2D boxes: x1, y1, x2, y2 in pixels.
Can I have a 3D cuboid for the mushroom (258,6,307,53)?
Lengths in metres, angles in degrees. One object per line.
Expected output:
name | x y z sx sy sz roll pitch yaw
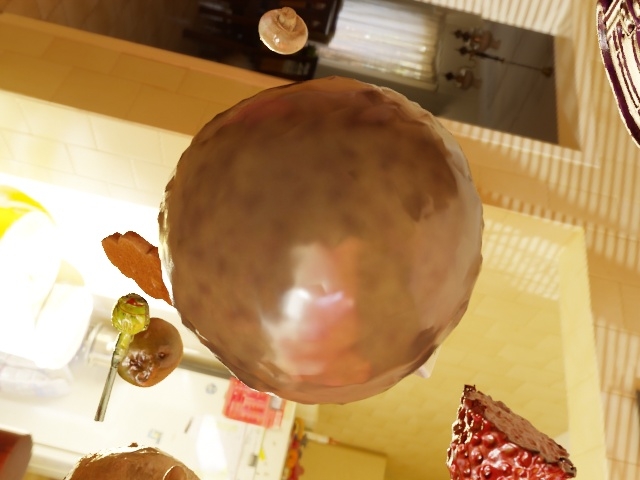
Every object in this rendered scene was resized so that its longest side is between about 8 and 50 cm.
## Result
mushroom | -0.061 -0.350 0.984 0.067 0.083 0.083 126 -18 -55

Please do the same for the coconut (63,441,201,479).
coconut | -0.446 0.664 1.396 0.404 0.405 0.404 -167 -90 -90

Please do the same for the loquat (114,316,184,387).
loquat | -0.521 0.331 1.805 0.246 0.213 0.213 -88 -169 -76

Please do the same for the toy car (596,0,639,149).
toy car | 0.399 -0.208 0.513 0.341 0.240 0.271 21 53 -78

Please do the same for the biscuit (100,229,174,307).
biscuit | -0.393 0.067 1.389 0.047 0.334 0.202 -44 140 -35

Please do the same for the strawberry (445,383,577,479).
strawberry | 0.318 0.390 1.051 0.178 0.234 0.234 -59 -178 7

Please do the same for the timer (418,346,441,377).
timer | 0.174 0.169 1.295 0.195 0.192 0.194 -66 159 -14

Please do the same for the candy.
candy | -0.396 0.229 1.158 0.077 0.073 0.262 16 -90 66

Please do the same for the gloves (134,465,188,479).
gloves | -0.252 0.415 0.794 0.197 0.152 0.301 -50 177 -1

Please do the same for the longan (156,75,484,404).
longan | 0.000 0.000 0.723 0.391 0.391 0.391 -167 -90 -90
